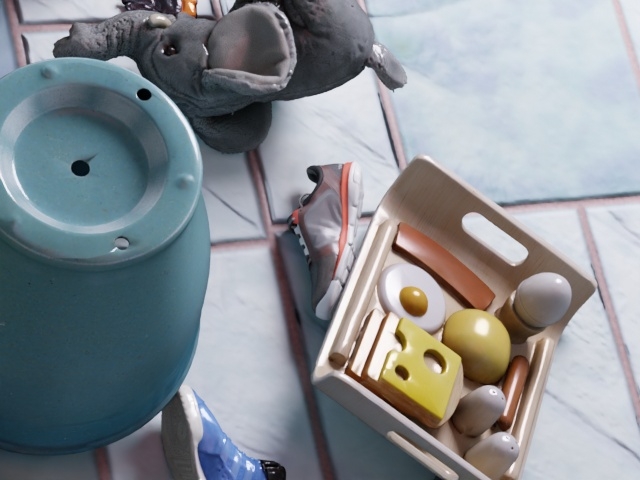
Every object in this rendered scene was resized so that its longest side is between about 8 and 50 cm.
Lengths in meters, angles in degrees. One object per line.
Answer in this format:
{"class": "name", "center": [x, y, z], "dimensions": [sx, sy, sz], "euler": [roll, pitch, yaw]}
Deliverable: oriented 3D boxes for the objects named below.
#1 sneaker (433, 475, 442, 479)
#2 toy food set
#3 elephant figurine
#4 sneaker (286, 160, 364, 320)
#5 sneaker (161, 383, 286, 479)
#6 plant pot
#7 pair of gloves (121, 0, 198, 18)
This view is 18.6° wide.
{"class": "sneaker", "center": [0.131, 0.215, 1.740], "dimensions": [0.061, 0.053, 0.152], "euler": [25, 60, -15]}
{"class": "toy food set", "center": [0.130, 0.082, 1.732], "dimensions": [0.219, 0.092, 0.306], "euler": [36, 41, -12]}
{"class": "elephant figurine", "center": [-0.082, -0.162, 1.773], "dimensions": [0.239, 0.186, 0.169], "euler": [-42, 132, -22]}
{"class": "sneaker", "center": [0.000, 0.000, 1.786], "dimensions": [0.064, 0.061, 0.158], "euler": [5, 62, 8]}
{"class": "sneaker", "center": [-0.077, 0.190, 1.658], "dimensions": [0.084, 0.058, 0.152], "euler": [-5, 62, -34]}
{"class": "plant pot", "center": [-0.204, -0.005, 1.546], "dimensions": [0.271, 0.255, 0.272], "euler": [7, 59, -12]}
{"class": "pair of gloves", "center": [-0.152, -0.243, 1.839], "dimensions": [0.074, 0.010, 0.083], "euler": [2, 68, -17]}
